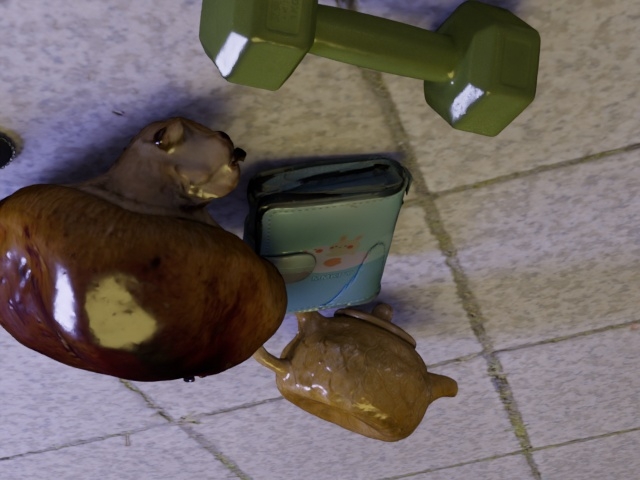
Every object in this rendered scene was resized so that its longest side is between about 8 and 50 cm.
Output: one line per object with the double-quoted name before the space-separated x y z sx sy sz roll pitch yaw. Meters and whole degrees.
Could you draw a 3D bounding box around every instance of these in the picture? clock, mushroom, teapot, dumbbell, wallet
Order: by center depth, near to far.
"dumbbell" 0.048 -0.170 1.063 0.302 0.121 0.108 9 176 -28
"clock" -0.342 -0.085 1.220 0.083 0.010 0.074 -22 148 25
"mushroom" -0.182 0.014 1.270 0.345 0.260 0.345 14 172 2
"wallet" 0.000 0.000 1.396 0.176 0.075 0.250 -6 151 -10
"teapot" 0.045 0.153 1.620 0.311 0.167 0.203 28 164 -18
